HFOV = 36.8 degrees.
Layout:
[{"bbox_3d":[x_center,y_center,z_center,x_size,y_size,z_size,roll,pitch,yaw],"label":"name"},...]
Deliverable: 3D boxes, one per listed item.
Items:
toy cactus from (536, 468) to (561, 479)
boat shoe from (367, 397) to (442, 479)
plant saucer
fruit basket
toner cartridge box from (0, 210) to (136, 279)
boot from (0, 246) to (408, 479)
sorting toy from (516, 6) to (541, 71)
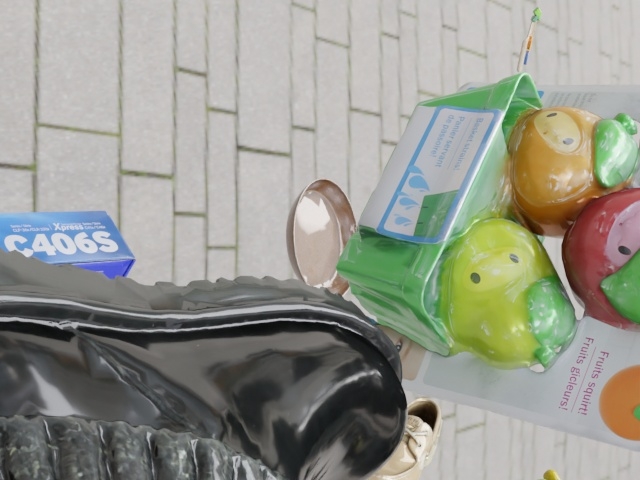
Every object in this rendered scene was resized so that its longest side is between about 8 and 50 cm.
[{"bbox_3d":[0.350,0.362,1.271,0.219,0.180,0.112,81,8,-79],"label":"toy cactus"},{"bbox_3d":[0.127,0.342,1.613,0.341,0.121,0.110,-17,126,-72],"label":"boat shoe"},{"bbox_3d":[0.000,0.000,1.305,0.168,0.029,0.168,15,72,-57],"label":"plant saucer"},{"bbox_3d":[0.200,-0.009,0.755,0.165,0.353,0.327,48,61,-40],"label":"fruit basket"},{"bbox_3d":[-0.359,0.056,0.888,0.348,0.075,0.165,-3,137,-47],"label":"toner cartridge box"},{"bbox_3d":[-0.025,0.142,0.401,0.348,0.260,0.131,10,122,-50],"label":"boot"},{"bbox_3d":[0.300,-0.290,1.377,0.083,0.012,0.062,93,20,-46],"label":"sorting toy"}]
